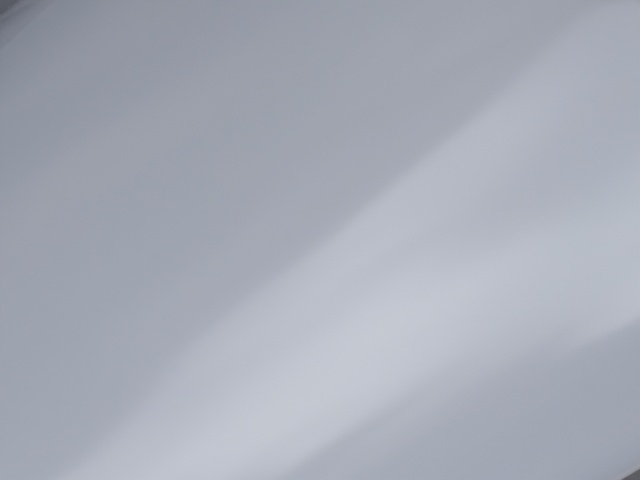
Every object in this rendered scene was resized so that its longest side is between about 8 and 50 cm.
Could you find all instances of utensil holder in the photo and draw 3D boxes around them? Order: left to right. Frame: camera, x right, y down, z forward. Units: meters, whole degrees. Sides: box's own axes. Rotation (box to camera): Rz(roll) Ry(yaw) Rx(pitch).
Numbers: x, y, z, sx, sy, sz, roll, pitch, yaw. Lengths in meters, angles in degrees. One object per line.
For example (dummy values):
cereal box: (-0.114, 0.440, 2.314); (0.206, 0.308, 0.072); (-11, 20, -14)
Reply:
utensil holder: (0.000, 0.000, 0.624); (0.328, 0.385, 0.327); (53, 9, -12)
